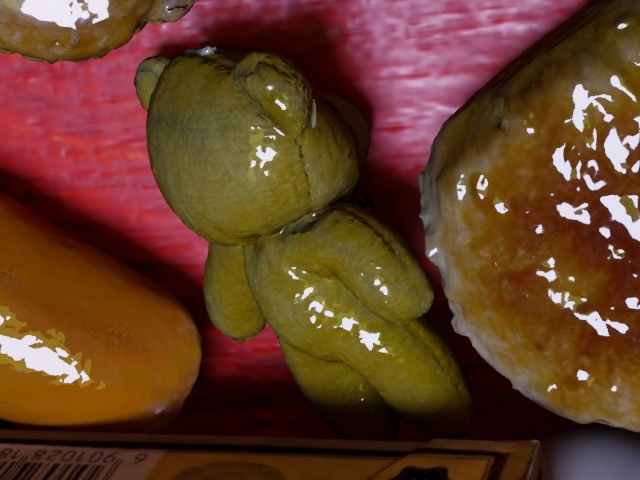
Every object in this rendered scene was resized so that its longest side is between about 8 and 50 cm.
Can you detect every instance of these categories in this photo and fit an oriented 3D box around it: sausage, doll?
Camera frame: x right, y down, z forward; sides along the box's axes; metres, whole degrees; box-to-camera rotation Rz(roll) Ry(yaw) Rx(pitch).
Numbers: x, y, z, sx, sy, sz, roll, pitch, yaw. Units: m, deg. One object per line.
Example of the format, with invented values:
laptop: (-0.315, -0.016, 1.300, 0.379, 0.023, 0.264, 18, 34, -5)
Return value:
sausage: (-0.169, 0.022, 0.809, 0.238, 0.098, 0.098, 27, 113, 0)
doll: (0.000, 0.000, 0.771, 0.137, 0.097, 0.209, -3, 123, 52)

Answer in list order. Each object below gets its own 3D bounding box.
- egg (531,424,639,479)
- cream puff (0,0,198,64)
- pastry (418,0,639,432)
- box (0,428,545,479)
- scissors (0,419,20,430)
egg: (0.138, 0.139, 0.776, 0.135, 0.103, 0.103, 30, 113, -4)
cream puff: (-0.108, -0.154, 0.716, 0.150, 0.115, 0.165, 16, 103, -1)
pastry: (0.141, -0.014, 0.723, 0.182, 0.093, 0.192, 41, 121, 1)
box: (-0.045, 0.182, 0.758, 0.301, 0.084, 0.192, -1, 117, 21)
scissors: (-0.100, 0.217, 0.901, 0.160, 0.024, 0.317, -19, 105, 20)
